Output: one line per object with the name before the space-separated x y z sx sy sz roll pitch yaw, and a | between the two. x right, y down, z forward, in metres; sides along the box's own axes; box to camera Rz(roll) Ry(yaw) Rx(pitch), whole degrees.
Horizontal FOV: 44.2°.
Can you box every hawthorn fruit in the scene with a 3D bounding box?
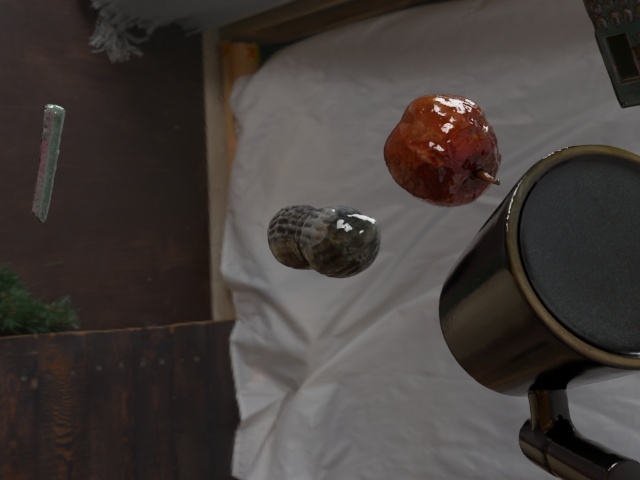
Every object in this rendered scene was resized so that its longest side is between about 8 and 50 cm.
hawthorn fruit | 0.243 -0.143 1.409 0.207 0.243 0.207 -18 128 -24

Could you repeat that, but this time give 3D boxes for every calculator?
calculator | 0.223 -0.177 0.582 0.018 0.057 0.172 -49 121 -37

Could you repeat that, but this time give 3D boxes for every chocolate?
chocolate | 0.000 0.000 1.144 0.110 0.248 0.110 0 91 -27

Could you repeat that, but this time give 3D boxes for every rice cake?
rice cake | -0.472 -0.132 1.358 0.033 0.033 0.207 -102 -155 -77

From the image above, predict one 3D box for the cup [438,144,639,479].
cup | 0.174 0.069 0.605 0.166 0.177 0.239 22 66 -4
